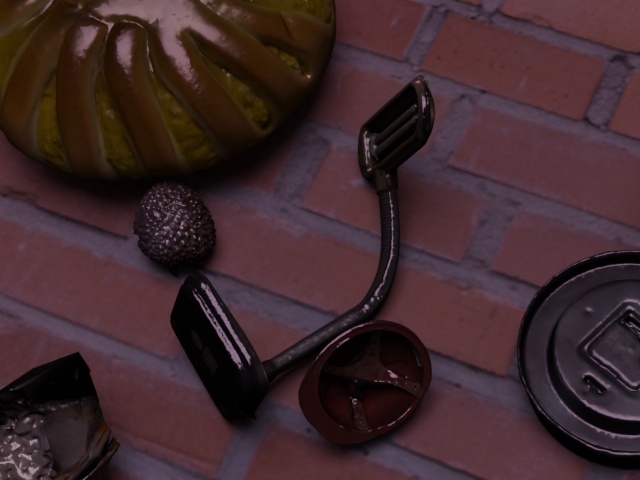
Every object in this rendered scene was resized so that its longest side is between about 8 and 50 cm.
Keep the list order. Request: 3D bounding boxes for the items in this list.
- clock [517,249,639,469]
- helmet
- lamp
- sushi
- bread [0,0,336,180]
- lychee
[{"bbox_3d":[0.249,0.095,1.456,0.184,0.040,0.185,-3,59,6],"label":"clock"},{"bbox_3d":[0.031,0.109,1.469,0.111,0.057,0.089,-34,103,-6],"label":"helmet"},{"bbox_3d":[0.006,0.003,1.462,0.124,0.203,0.283,43,69,7],"label":"lamp"},{"bbox_3d":[-0.290,0.200,1.441,0.273,0.134,0.109,-29,88,-16],"label":"sushi"},{"bbox_3d":[-0.147,-0.194,1.602,0.333,0.160,0.333,-4,53,6],"label":"bread"},{"bbox_3d":[-0.125,-0.010,1.560,0.067,0.083,0.068,-19,15,-38],"label":"lychee"}]
